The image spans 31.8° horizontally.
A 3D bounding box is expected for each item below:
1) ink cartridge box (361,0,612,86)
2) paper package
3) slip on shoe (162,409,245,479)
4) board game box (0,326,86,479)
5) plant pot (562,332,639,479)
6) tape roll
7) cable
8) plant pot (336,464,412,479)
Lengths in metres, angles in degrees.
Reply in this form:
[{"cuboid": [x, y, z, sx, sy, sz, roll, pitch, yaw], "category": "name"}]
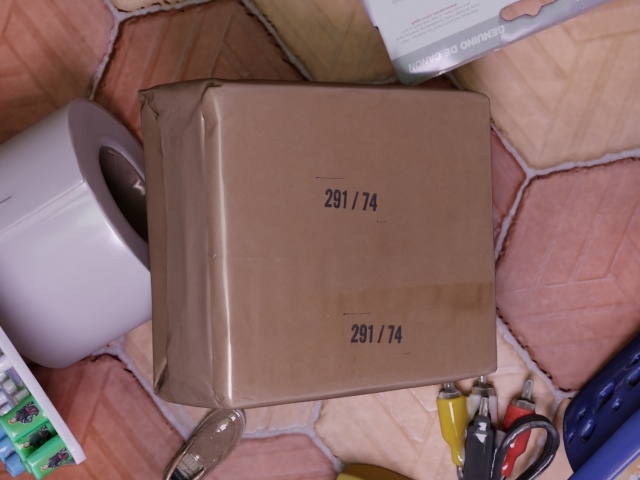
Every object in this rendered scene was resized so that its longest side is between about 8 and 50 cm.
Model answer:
[{"cuboid": [0.174, -0.337, 1.157, 0.309, 0.130, 0.272, -21, 94, 11], "category": "ink cartridge box"}, {"cuboid": [0.000, 0.000, 1.116, 0.324, 0.168, 0.310, -4, 94, -33], "category": "paper package"}, {"cuboid": [-0.139, 0.249, 1.322, 0.051, 0.041, 0.135, 45, 101, 1], "category": "slip on shoe"}, {"cuboid": [-0.396, 0.083, 1.180, 0.050, 0.390, 0.390, -34, 91, -22], "category": "board game box"}, {"cuboid": [0.387, 0.219, 1.123, 0.236, 0.212, 0.236, 38, 120, 4], "category": "plant pot"}, {"cuboid": [-0.264, -0.007, 1.207, 0.169, 0.246, 0.246, -30, 92, 12], "category": "tape roll"}, {"cuboid": [0.185, 0.285, 1.267, 0.139, 0.072, 0.287, 9, 101, 6], "category": "cable"}, {"cuboid": [0.053, 0.301, 1.282, 0.083, 0.081, 0.081, 28, 100, 15], "category": "plant pot"}]
